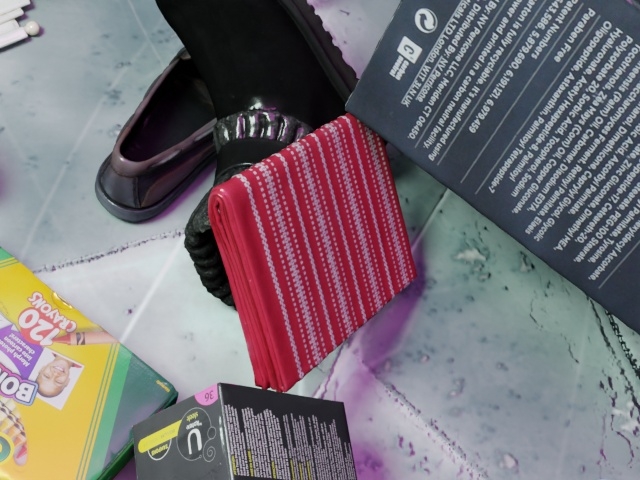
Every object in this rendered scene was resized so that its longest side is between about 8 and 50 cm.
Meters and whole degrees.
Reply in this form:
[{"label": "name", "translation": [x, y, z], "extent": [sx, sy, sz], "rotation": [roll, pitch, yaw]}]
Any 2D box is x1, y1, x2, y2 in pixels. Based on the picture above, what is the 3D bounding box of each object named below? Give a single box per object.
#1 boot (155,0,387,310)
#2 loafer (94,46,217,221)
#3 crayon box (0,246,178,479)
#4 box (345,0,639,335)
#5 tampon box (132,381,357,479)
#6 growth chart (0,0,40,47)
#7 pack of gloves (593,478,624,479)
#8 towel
[{"label": "boot", "translation": [-0.082, -0.109, 1.164], "extent": [0.348, 0.131, 0.260], "rotation": [46, 56, -25]}, {"label": "loafer", "translation": [-0.128, -0.150, 1.263], "extent": [0.109, 0.095, 0.302], "rotation": [32, 61, 5]}, {"label": "crayon box", "translation": [-0.291, 0.125, 1.093], "extent": [0.278, 0.081, 0.165], "rotation": [37, 61, 8]}, {"label": "box", "translation": [0.368, -0.181, 1.204], "extent": [0.471, 0.297, 0.480], "rotation": [38, 42, 10]}, {"label": "tampon box", "translation": [-0.065, 0.199, 1.046], "extent": [0.161, 0.120, 0.101], "rotation": [18, 52, -45]}, {"label": "growth chart", "translation": [-0.417, -0.291, 1.314], "extent": [0.172, 0.021, 0.237], "rotation": [-19, 69, -20]}, {"label": "pack of gloves", "translation": [0.363, 0.321, 1.158], "extent": [0.232, 0.046, 0.195], "rotation": [0, 64, -13]}, {"label": "towel", "translation": [0.000, 0.000, 1.123], "extent": [0.275, 0.031, 0.199], "rotation": [-35, 115, -51]}]
